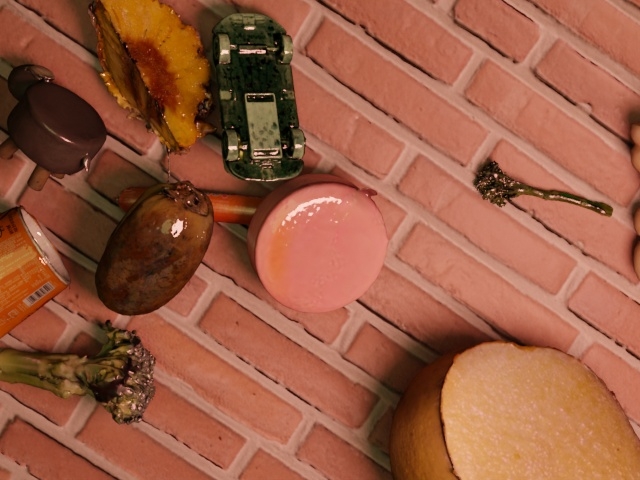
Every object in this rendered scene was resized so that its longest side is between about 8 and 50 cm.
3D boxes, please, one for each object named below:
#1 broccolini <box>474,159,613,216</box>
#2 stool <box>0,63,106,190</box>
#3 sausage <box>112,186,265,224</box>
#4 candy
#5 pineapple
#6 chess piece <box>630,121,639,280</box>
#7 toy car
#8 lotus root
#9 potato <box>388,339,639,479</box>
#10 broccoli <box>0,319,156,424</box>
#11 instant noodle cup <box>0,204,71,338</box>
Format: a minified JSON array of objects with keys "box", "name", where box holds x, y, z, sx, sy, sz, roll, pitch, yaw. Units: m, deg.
[{"box":[0.403,-0.079,1.687,0.254,0.057,0.071,14,139,1],"name":"broccolini"},{"box":[-0.472,-0.195,1.634,0.153,0.228,0.139,21,124,-43],"name":"stool"},{"box":[-0.198,-0.060,1.683,0.348,0.053,0.053,5,97,-1],"name":"sausage"},{"box":[0.000,0.000,1.640,0.255,0.094,0.255,-6,111,-15],"name":"candy"},{"box":[-0.280,-0.293,1.632,0.161,0.158,0.334,-41,102,-35],"name":"pineapple"},{"box":[0.618,-0.055,1.645,0.167,0.167,0.299,1,101,-1],"name":"chess piece"},{"box":[-0.116,-0.237,1.626,0.136,0.125,0.305,-4,75,-19],"name":"toy car"},{"box":[-0.288,0.025,1.622,0.160,0.152,0.275,24,124,-24],"name":"lotus root"},{"box":[0.310,0.397,1.636,0.385,0.319,0.442,-34,87,-37],"name":"potato"},{"box":[-0.444,0.239,1.686,0.304,0.165,0.145,5,129,12],"name":"broccoli"},{"box":[-0.549,0.051,1.626,0.172,0.216,0.215,-32,96,-6],"name":"instant noodle cup"}]
